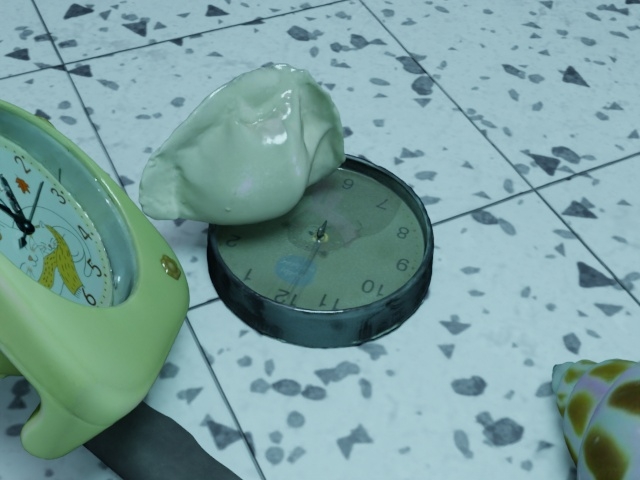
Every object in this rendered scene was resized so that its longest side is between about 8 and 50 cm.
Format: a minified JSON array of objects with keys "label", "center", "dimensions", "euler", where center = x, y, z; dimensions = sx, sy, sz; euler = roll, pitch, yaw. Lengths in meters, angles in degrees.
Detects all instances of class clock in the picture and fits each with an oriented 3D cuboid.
[{"label":"clock","center":[-0.282,0.000,0.767],"dimensions":[0.348,0.117,0.286],"euler":[50,17,-14]},{"label":"clock","center":[0.000,0.000,0.997],"dimensions":[0.280,0.055,0.281],"euler":[2,48,-3]}]

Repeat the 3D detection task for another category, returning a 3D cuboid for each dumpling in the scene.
[{"label":"dumpling","center":[-0.085,-0.106,0.927],"dimensions":[0.252,0.179,0.131],"euler":[-15,51,-18]}]

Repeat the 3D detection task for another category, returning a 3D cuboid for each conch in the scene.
[{"label":"conch","center":[0.342,0.224,0.737],"dimensions":[0.249,0.197,0.368],"euler":[28,34,-31]}]

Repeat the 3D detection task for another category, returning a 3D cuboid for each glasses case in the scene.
[{"label":"glasses case","center":[-0.161,0.208,0.810],"dimensions":[0.190,0.042,0.072],"euler":[32,45,22]}]
